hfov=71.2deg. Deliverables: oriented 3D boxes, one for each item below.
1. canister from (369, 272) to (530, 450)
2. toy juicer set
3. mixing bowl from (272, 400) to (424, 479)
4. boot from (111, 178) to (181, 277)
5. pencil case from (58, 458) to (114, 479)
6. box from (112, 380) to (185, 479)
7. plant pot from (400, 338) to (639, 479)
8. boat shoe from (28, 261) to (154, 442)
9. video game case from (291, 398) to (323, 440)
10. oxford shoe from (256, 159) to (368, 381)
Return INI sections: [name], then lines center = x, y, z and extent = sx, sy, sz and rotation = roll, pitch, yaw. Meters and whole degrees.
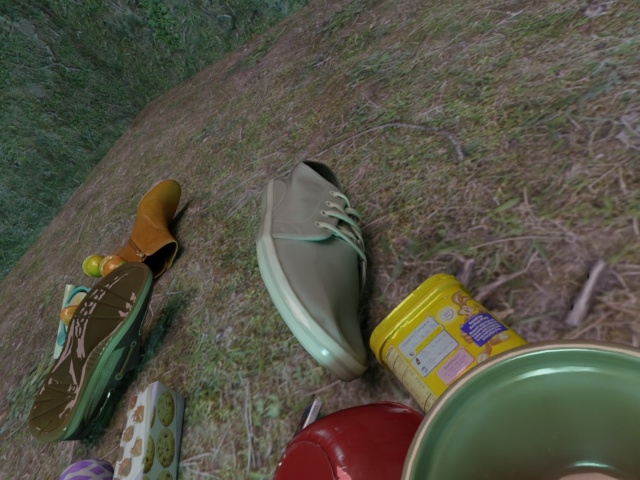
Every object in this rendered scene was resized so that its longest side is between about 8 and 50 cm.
[canister]
center = 0.141, 0.126, 0.443
extent = 0.126, 0.073, 0.170
rotation = -43, 36, 1
[toy juicer set]
center = -0.566, 0.141, 1.054
extent = 0.329, 0.089, 0.209
rotation = -23, 67, 28
[mixing bowl]
center = 0.019, 0.227, 0.392
extent = 0.181, 0.098, 0.181
rotation = -34, 43, 39
[boot]
center = -0.409, -0.022, 1.140
extent = 0.211, 0.104, 0.295
rotation = 15, 70, 45
[pencil case]
center = -0.321, 0.403, 0.606
extent = 0.206, 0.086, 0.088
rotation = 49, 126, 57
[box]
center = -0.237, 0.346, 0.593
extent = 0.063, 0.067, 0.324
rotation = -33, 35, 15
[plant pot]
center = 0.177, 0.194, 0.282
extent = 0.237, 0.110, 0.237
rotation = -18, 52, 24
[boat shoe]
center = -0.406, 0.208, 0.856
extent = 0.123, 0.123, 0.342
rotation = 9, 66, 20
[video game case]
center = -0.032, 0.241, 0.498
extent = 0.087, 0.011, 0.122
rotation = 108, -172, -63
[oxford shoe]
center = 0.000, 0.000, 0.645
extent = 0.130, 0.169, 0.449
rotation = -33, 31, 12
